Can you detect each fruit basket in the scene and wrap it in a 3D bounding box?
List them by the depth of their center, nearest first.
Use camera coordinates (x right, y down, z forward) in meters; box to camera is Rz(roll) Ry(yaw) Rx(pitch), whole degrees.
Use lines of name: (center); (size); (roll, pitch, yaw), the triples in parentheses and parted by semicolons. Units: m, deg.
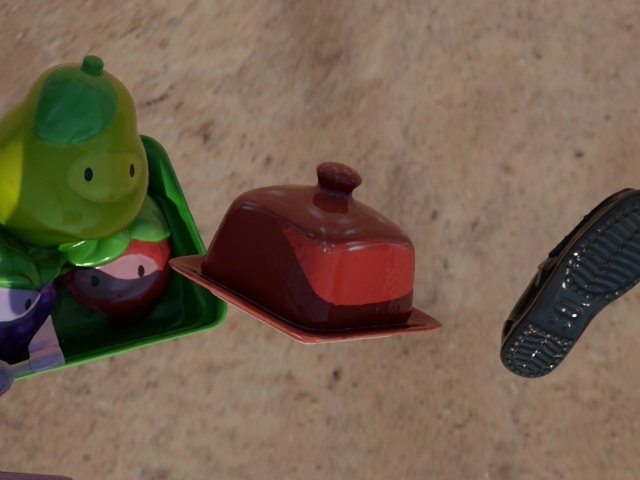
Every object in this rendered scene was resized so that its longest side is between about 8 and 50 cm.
fruit basket: (-0.277, -0.009, 1.738); (0.392, 0.392, 0.282); (-25, 78, 12)

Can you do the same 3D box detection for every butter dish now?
butter dish: (0.000, 0.000, 1.183); (0.160, 0.160, 0.118); (27, 109, 38)

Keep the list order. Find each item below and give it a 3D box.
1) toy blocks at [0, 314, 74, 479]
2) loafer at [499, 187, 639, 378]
toy blocks: (-0.243, 0.170, 0.809); (0.260, 0.288, 0.309); (-17, 139, -3)
loafer: (0.239, 0.029, 1.529); (0.080, 0.078, 0.220); (32, 111, -23)
